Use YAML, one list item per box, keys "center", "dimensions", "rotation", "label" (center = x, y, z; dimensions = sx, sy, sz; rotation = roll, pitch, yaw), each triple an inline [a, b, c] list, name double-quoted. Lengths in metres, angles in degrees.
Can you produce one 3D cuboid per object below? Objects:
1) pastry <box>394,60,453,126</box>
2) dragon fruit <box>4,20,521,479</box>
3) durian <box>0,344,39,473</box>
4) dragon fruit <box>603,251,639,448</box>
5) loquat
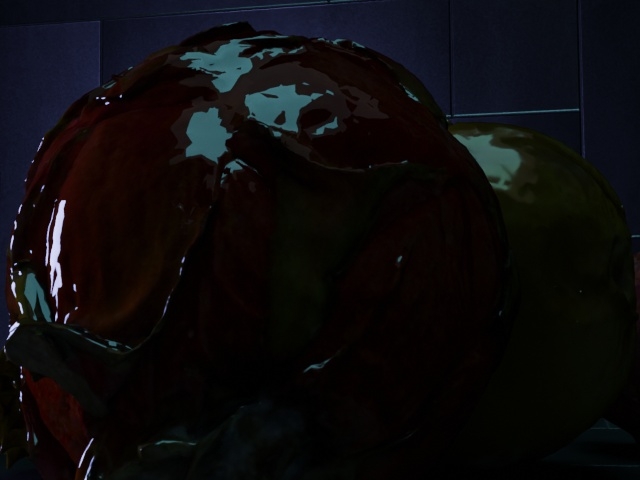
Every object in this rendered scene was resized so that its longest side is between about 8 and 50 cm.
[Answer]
- center: [-0.008, 0.003, 1.164]
  dimensions: [0.292, 0.405, 0.337]
  rotation: [30, 13, -18]
  label: "pastry"
- center: [-0.036, 0.021, 0.610]
  dimensions: [0.278, 0.277, 0.342]
  rotation: [1, 26, -15]
  label: "dragon fruit"
- center: [-0.165, 0.114, 0.864]
  dimensions: [0.196, 0.185, 0.305]
  rotation: [-28, -4, 12]
  label: "durian"
- center: [0.322, 0.095, 1.001]
  dimensions: [0.268, 0.210, 0.205]
  rotation: [-2, -44, 48]
  label: "dragon fruit"
- center: [0.102, 0.045, 0.867]
  dimensions: [0.284, 0.276, 0.276]
  rotation: [-2, -5, 20]
  label: "loquat"
